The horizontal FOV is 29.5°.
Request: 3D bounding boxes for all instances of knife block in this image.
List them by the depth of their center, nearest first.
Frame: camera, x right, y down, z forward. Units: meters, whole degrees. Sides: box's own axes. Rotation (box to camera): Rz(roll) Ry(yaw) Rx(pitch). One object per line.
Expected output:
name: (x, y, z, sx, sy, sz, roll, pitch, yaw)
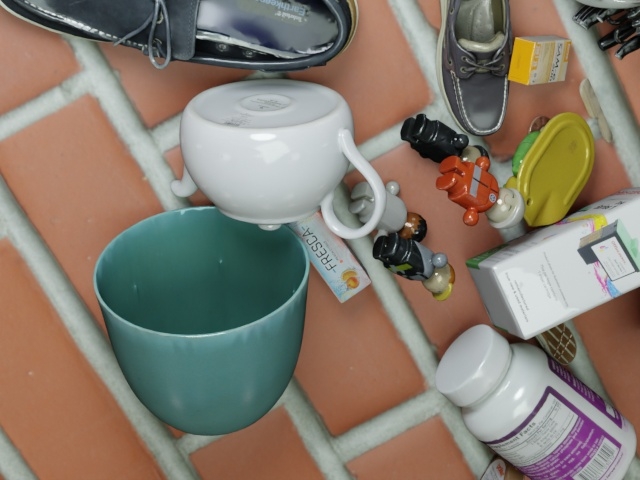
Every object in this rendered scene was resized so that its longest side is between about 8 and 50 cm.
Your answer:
knife block: (0.499, -0.365, 1.715, 0.276, 0.242, 0.088, -49, 117, -37)

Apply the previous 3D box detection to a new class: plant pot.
plant pot: (-0.156, 0.128, 1.703, 0.293, 0.293, 0.235, -6, 126, -5)

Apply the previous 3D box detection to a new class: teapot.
teapot: (-0.066, -0.100, 1.650, 0.252, 0.256, 0.187, -8, 116, -13)

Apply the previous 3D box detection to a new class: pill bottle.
pill bottle: (0.324, 0.263, 1.859, 0.301, 0.169, 0.169, 38, 101, -17)

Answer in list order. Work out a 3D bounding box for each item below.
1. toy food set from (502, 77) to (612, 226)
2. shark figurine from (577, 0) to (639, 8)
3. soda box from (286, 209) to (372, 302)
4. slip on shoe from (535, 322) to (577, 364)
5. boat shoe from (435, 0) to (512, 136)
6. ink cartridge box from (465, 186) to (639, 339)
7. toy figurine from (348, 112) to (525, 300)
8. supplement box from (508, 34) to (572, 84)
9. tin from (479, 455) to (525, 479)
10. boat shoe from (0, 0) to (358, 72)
toy food set: (0.330, -0.120, 1.766, 0.218, 0.071, 0.128, -53, 126, -18)
shark figurine: (0.329, -0.373, 1.613, 0.166, 0.116, 0.278, -46, 68, 21)
soda box: (0.000, 0.000, 1.782, 0.058, 0.063, 0.183, -34, 109, 5)
slip on shoe: (0.348, 0.137, 1.885, 0.051, 0.041, 0.135, -46, 111, -5)
boat shoe: (0.218, -0.276, 1.695, 0.102, 0.092, 0.285, -6, 110, -5)
ink cartridge box: (0.371, 0.027, 1.744, 0.278, 0.201, 0.117, -24, 93, -3)
toy figurine: (0.162, -0.047, 1.712, 0.148, 0.213, 0.209, 28, 108, -32)
supplement box: (0.311, -0.255, 1.716, 0.098, 0.036, 0.062, -14, 118, -46)
tin: (0.267, 0.432, 1.944, 0.040, 0.106, 0.190, 23, 105, -14)
boat shoe: (-0.189, -0.324, 1.599, 0.500, 0.156, 0.187, 10, 110, -9)
